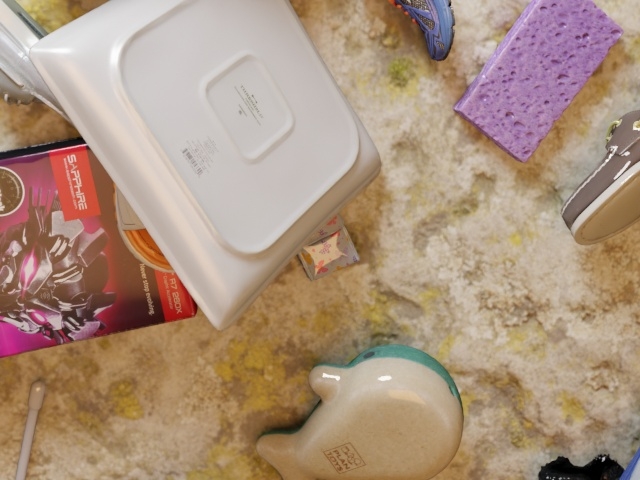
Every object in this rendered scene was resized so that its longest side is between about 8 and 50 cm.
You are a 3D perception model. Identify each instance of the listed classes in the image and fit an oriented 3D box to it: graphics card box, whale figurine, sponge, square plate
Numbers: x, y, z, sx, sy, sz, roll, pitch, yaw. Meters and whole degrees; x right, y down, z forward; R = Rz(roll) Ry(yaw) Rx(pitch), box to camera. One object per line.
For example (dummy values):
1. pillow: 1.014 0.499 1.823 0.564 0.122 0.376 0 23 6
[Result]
1. graphics card box: -0.345 0.009 1.140 0.371 0.094 0.232 -11 105 -7
2. whale figurine: 0.053 0.234 1.265 0.272 0.141 0.216 -29 108 23
3. sponge: 0.274 -0.215 1.232 0.117 0.031 0.210 35 95 -16
4. square plate: -0.089 -0.138 1.070 0.344 0.049 0.347 -46 111 -40

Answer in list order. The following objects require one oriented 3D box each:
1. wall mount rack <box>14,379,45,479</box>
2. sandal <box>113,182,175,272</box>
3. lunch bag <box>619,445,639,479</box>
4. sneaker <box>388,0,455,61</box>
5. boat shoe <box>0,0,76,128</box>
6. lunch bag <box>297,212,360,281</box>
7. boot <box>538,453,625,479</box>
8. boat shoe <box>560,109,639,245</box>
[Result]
1. wall mount rack: -0.446 0.326 1.156 0.350 0.130 0.304 5 68 -30
2. sandal: -0.179 -0.087 1.064 0.102 0.076 0.265 -11 104 -14
3. lunch bag: 0.559 0.348 1.351 0.303 0.115 0.243 37 79 -27
4. sneaker: 0.093 -0.311 1.161 0.087 0.083 0.221 -26 101 10
5. boat shoe: -0.334 -0.196 1.104 0.081 0.079 0.227 -41 98 9
6. lunch bag: 0.000 0.000 1.223 0.071 0.053 0.083 -23 97 -6
7. boot: 0.303 0.406 1.351 0.246 0.094 0.207 -8 108 -15
8. boat shoe: 0.426 -0.127 1.248 0.324 0.096 0.116 -43 147 5
